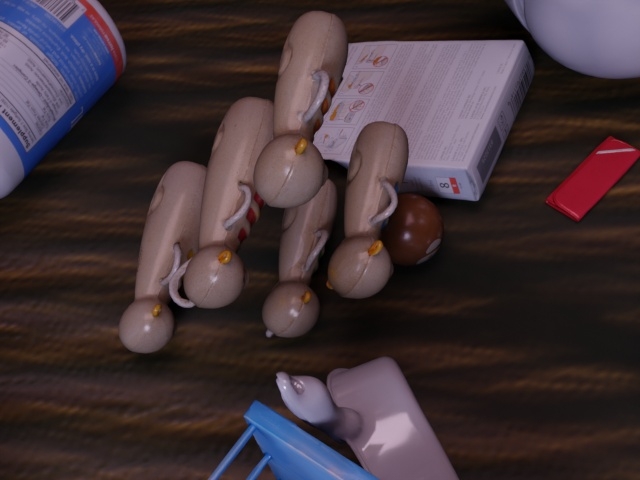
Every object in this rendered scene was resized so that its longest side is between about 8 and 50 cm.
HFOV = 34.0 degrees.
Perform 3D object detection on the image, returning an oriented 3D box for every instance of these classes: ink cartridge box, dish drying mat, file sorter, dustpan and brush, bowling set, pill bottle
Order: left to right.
[{"bbox_3d":[-0.271,-0.111,0.856,0.124,0.124,0.221,24,61,24],"label":"pill bottle"},{"bbox_3d":[-0.004,0.189,0.565,0.118,0.170,0.104,29,66,26],"label":"file sorter"},{"bbox_3d":[0.000,0.000,0.706,0.200,0.287,0.154,22,60,-17],"label":"bowling set"},{"bbox_3d":[0.032,0.111,0.597,0.060,0.211,0.147,-28,54,1],"label":"dustpan and brush"},{"bbox_3d":[0.069,-0.102,0.862,0.179,0.045,0.145,5,53,34],"label":"ink cartridge box"},{"bbox_3d":[0.211,-0.049,0.808,0.032,0.008,0.083,36,66,28],"label":"dish drying mat"}]

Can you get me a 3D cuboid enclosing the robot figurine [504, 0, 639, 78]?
[{"bbox_3d":[0.222,-0.271,0.853,0.300,0.200,0.353,0,46,-28],"label":"robot figurine"}]
